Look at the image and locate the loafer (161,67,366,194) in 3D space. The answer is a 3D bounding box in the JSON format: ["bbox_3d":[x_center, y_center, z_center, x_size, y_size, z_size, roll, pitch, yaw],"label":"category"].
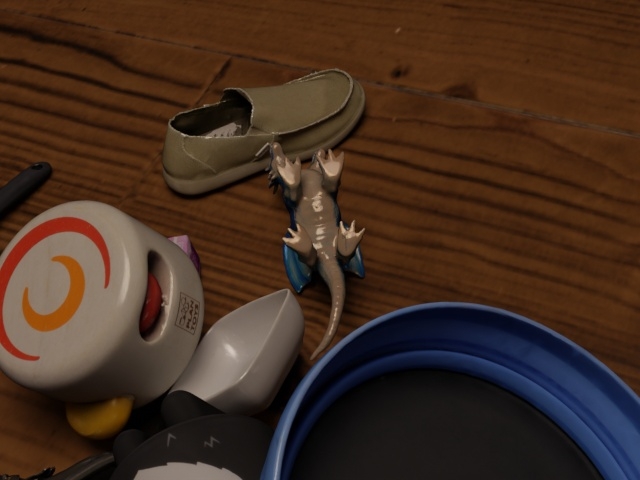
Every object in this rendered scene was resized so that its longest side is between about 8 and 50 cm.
[{"bbox_3d":[-0.067,-0.142,1.338,0.268,0.092,0.102,-27,49,-14],"label":"loafer"}]

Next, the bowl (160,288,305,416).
[{"bbox_3d":[-0.078,0.124,1.091,0.142,0.053,0.142,-25,25,42],"label":"bowl"}]

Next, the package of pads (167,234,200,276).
[{"bbox_3d":[-0.151,0.041,1.215,0.032,0.050,0.083,-10,47,9],"label":"package of pads"}]

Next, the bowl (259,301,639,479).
[{"bbox_3d":[0.131,0.235,0.849,0.391,0.077,0.391,14,54,-20],"label":"bowl"}]

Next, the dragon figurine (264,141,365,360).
[{"bbox_3d":[0.000,0.000,1.200,0.085,0.144,0.289,-13,66,-3],"label":"dragon figurine"}]

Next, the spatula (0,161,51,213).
[{"bbox_3d":[-0.417,0.000,1.316,0.084,0.030,0.296,21,55,26],"label":"spatula"}]

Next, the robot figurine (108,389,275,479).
[{"bbox_3d":[-0.080,0.255,0.920,0.173,0.209,0.278,-2,41,-28],"label":"robot figurine"}]

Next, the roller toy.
[{"bbox_3d":[-0.218,0.071,1.113,0.191,0.146,0.209,-45,55,6],"label":"roller toy"}]

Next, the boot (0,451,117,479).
[{"bbox_3d":[-0.332,0.215,1.064,0.263,0.091,0.229,-29,49,-14],"label":"boot"}]
